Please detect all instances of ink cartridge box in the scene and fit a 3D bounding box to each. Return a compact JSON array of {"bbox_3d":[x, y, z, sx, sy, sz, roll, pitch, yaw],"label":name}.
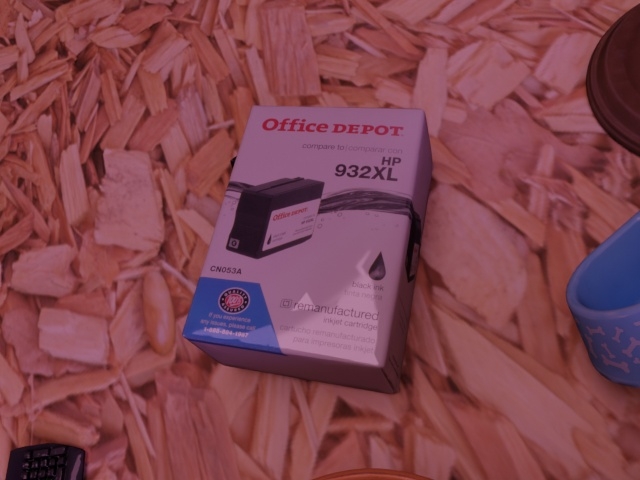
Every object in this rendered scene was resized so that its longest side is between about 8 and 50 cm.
[{"bbox_3d":[0.000,0.000,0.707,0.223,0.129,0.308,5,66,17],"label":"ink cartridge box"}]

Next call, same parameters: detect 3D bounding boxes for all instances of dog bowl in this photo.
[{"bbox_3d":[0.352,0.004,0.543,0.297,0.074,0.166,-41,11,0],"label":"dog bowl"}]

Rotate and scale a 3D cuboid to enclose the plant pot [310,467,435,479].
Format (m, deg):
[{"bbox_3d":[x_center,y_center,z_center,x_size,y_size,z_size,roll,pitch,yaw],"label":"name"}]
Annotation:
[{"bbox_3d":[0.065,0.344,0.466,0.290,0.203,0.291,-10,60,18],"label":"plant pot"}]

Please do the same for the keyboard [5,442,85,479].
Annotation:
[{"bbox_3d":[-0.389,0.417,0.729,0.201,0.033,0.317,-15,58,16],"label":"keyboard"}]

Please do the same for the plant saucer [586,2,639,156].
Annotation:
[{"bbox_3d":[0.456,-0.203,0.686,0.277,0.041,0.278,-10,62,18],"label":"plant saucer"}]

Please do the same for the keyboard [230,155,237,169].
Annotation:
[{"bbox_3d":[-0.077,-0.044,0.841,0.100,0.038,0.192,-20,63,-2],"label":"keyboard"}]
